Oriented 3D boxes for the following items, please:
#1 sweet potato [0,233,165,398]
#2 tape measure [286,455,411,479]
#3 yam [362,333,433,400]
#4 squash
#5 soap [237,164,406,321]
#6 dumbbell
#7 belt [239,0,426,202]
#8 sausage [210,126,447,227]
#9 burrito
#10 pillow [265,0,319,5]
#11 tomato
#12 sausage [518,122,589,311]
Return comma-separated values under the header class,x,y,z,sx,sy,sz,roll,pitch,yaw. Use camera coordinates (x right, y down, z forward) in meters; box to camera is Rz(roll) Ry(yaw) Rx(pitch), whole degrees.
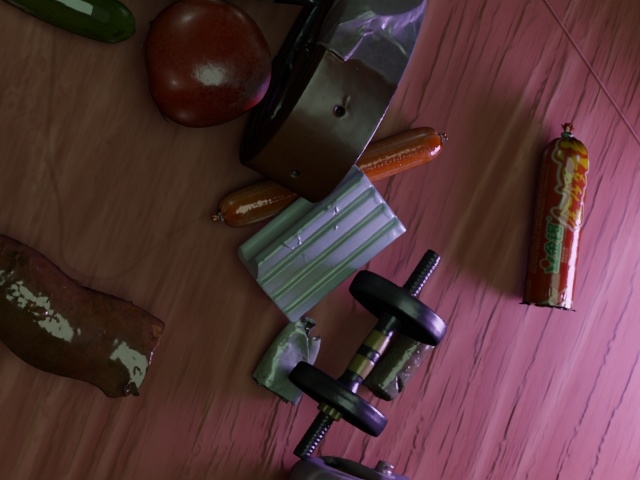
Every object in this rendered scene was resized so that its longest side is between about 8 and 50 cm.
class,x,y,z,sx,sy,sz,roll,pitch,yaw
sweet potato,-0.358,0.082,1.822,0.336,0.131,0.131,30,86,-18
tape measure,0.047,0.347,1.925,0.197,0.236,0.120,17,89,-12
yam,0.115,0.160,2.016,0.054,0.054,0.132,40,82,-17
squash,-0.346,-0.309,1.818,0.252,0.066,0.066,23,88,-17
soap,0.000,0.000,1.926,0.198,0.066,0.119,-39,125,-1
dumbbell,0.063,0.149,1.925,0.143,0.143,0.325,37,79,-17
belt,0.018,-0.222,1.861,0.122,0.217,0.339,29,76,-17
sausage,0.015,-0.085,1.960,0.347,0.053,0.053,-20,101,-15
burrito,-0.039,0.158,1.971,0.074,0.044,0.118,29,88,-25
pillow,-0.124,-0.375,1.841,0.249,0.106,0.186,5,49,-19
tomato,-0.138,-0.218,1.843,0.167,0.167,0.167,-2,96,-17
sausage,0.331,-0.034,2.057,0.083,0.083,0.264,5,92,-18
